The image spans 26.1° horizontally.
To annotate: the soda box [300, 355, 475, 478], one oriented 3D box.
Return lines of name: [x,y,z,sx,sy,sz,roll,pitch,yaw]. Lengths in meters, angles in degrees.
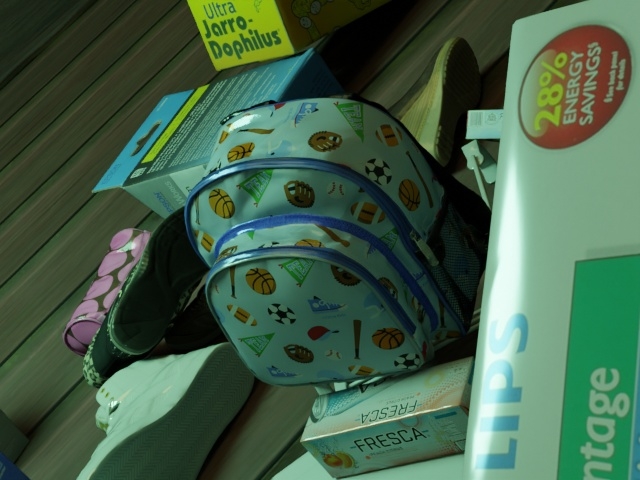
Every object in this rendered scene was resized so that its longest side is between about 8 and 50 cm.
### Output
soda box: [0.074,0.164,1.273,0.183,0.058,0.063,-18,33,34]

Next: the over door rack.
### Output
over door rack: [0.087,0.017,1.525,0.239,0.108,0.324,-29,28,17]

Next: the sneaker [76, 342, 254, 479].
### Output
sneaker: [-0.214,0.234,1.574,0.169,0.108,0.292,-10,28,46]

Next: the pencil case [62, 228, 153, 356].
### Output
pencil case: [-0.278,0.069,1.918,0.209,0.095,0.098,-73,8,-46]

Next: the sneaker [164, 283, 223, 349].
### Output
sneaker: [-0.133,0.078,1.741,0.188,0.071,0.066,-22,31,28]

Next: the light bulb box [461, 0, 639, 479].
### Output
light bulb box: [0.284,0.078,0.775,0.225,0.361,0.358,-9,65,45]

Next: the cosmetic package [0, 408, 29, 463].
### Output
cosmetic package: [-0.509,0.219,1.802,0.127,0.238,0.107,-11,37,44]

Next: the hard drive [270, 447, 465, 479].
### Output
hard drive: [0.067,0.257,1.247,0.203,0.040,0.307,-37,26,4]

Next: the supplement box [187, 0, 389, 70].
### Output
supplement box: [-0.018,-0.427,2.150,0.194,0.195,0.356,-4,23,49]

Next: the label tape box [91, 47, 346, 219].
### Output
label tape box: [-0.150,-0.141,2.069,0.334,0.106,0.240,-11,36,42]

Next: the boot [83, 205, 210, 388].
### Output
boot: [-0.216,0.072,1.753,0.236,0.085,0.178,-61,8,-35]

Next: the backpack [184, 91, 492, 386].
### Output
backpack: [0.000,0.000,1.300,0.276,0.263,0.213,-14,32,26]

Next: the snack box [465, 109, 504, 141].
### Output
snack box: [0.248,-0.127,1.563,0.141,0.100,0.037,6,93,55]

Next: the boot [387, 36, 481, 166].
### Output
boot: [0.093,-0.158,1.809,0.207,0.090,0.248,-15,38,35]

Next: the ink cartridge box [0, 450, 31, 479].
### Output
ink cartridge box: [-0.488,0.390,1.604,0.395,0.151,0.270,-21,32,34]
